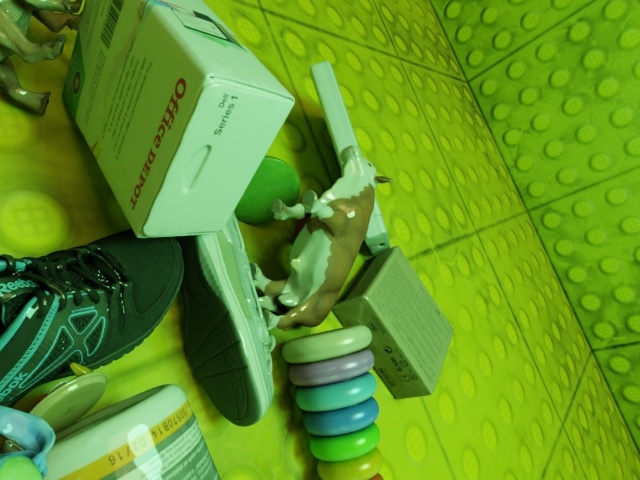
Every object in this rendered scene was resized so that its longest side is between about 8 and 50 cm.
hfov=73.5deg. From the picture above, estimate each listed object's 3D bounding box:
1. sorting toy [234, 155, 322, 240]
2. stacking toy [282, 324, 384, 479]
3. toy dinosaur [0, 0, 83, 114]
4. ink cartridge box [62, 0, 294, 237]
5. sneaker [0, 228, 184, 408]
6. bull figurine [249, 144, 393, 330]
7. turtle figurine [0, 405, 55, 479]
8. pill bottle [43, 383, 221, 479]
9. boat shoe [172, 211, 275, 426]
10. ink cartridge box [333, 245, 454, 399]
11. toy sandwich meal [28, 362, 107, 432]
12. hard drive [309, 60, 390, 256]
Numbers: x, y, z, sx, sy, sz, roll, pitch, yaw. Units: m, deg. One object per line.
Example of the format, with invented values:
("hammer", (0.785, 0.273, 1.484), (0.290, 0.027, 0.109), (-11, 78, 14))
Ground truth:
("sorting toy", (-0.091, -0.104, 0.745), (0.365, 0.127, 0.126), (30, 26, -36))
("stacking toy", (0.042, 0.300, 0.632), (0.141, 0.141, 0.330), (-2, 75, -48))
("toy dinosaur", (-0.394, -0.272, 0.483), (0.200, 0.127, 0.295), (20, 67, -31))
("ink cartridge box", (-0.184, -0.168, 0.507), (0.117, 0.201, 0.278), (-5, 49, -49))
("sneaker", (-0.250, 0.068, 0.408), (0.125, 0.139, 0.341), (40, 39, 3))
("bull figurine", (0.000, 0.000, 0.660), (0.188, 0.101, 0.310), (6, 105, -50))
("turtle figurine", (-0.292, 0.194, 0.183), (0.274, 0.266, 0.197), (-103, 167, -61))
("pill bottle", (-0.154, 0.291, 0.389), (0.162, 0.162, 0.278), (-19, 83, -51))
("boat shoe", (-0.125, 0.080, 0.580), (0.103, 0.118, 0.320), (-3, 63, -49))
("ink cartridge box", (0.154, 0.160, 0.857), (0.234, 0.088, 0.193), (55, 38, -8))
("toy sandwich meal", (-0.236, 0.145, 0.394), (0.029, 0.085, 0.085), (42, 36, 16))
("hard drive", (0.068, -0.153, 0.887), (0.233, 0.047, 0.353), (41, 31, -75))
